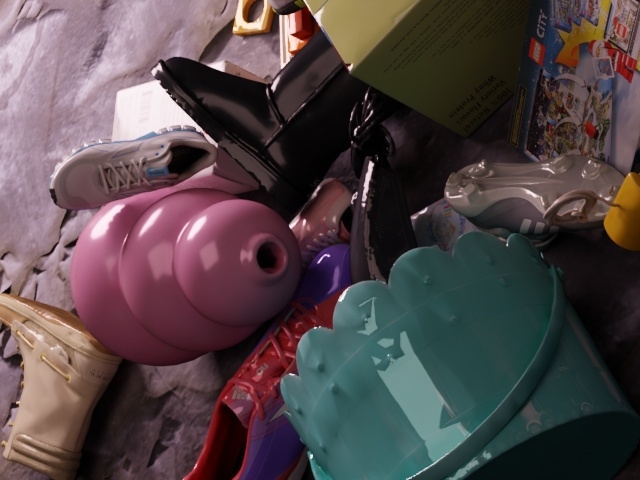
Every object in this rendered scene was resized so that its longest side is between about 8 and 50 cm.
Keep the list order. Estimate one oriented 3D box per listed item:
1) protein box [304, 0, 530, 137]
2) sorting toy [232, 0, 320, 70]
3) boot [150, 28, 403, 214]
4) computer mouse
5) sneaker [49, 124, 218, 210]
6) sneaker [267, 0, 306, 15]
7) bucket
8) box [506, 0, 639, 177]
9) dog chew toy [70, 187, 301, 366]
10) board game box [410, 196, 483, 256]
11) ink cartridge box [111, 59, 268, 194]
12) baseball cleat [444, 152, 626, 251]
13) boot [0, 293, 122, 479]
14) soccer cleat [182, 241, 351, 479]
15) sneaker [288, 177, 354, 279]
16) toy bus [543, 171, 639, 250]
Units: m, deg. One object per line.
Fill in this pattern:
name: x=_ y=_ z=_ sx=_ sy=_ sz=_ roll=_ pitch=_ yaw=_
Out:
protein box: x=0.129 y=-0.241 z=1.109 sx=0.200 sy=0.201 sz=0.136 roll=-44 pitch=52 yaw=22
sorting toy: x=0.010 y=-0.303 z=1.342 sx=0.348 sy=0.047 sz=0.196 roll=-13 pitch=68 yaw=39
boot: x=-0.041 y=-0.178 z=1.259 sx=0.246 sy=0.094 sz=0.207 roll=43 pitch=90 yaw=16
computer mouse: x=0.057 y=0.001 z=1.127 sx=0.072 sy=0.188 sz=0.272 roll=-12 pitch=73 yaw=1
sneaker: x=-0.198 y=-0.080 z=1.212 sx=0.083 sy=0.191 sz=0.071 roll=23 pitch=131 yaw=60
sneaker: x=-0.065 y=-0.426 z=1.339 sx=0.145 sy=0.147 sz=0.384 roll=-37 pitch=37 yaw=16
bucket: x=0.121 y=0.148 z=0.956 sx=0.281 sy=0.281 sz=0.183 roll=-47 pitch=54 yaw=20
box: x=0.244 y=-0.144 z=0.990 sx=0.159 sy=0.044 sz=0.233 roll=50 pitch=150 yaw=40
dog chew toy: x=-0.139 y=0.033 z=1.223 sx=0.332 sy=0.206 sz=0.206 roll=-11 pitch=68 yaw=56
board game box: x=0.138 y=-0.002 z=1.148 sx=0.090 sy=0.020 sz=0.090 roll=-29 pitch=59 yaw=32
ink cartridge box: x=-0.169 y=-0.128 z=1.416 sx=0.203 sy=0.086 sz=0.148 roll=-7 pitch=72 yaw=39
baseball cleat: x=0.212 y=-0.031 z=1.029 sx=0.206 sy=0.109 sz=0.072 roll=13 pitch=67 yaw=50
boot: x=-0.379 y=0.191 z=1.496 sx=0.262 sy=0.095 sz=0.203 roll=19 pitch=90 yaw=39
soccer cleat: x=-0.041 y=0.146 z=1.191 sx=0.108 sy=0.116 sz=0.318 roll=28 pitch=96 yaw=43
sneaker: x=0.000 y=0.000 z=1.248 sx=0.070 sy=0.051 sz=0.134 roll=37 pitch=97 yaw=48
toy bus: x=0.314 y=-0.012 z=0.877 sx=0.202 sy=0.191 sz=0.104 roll=-38 pitch=55 yaw=27
